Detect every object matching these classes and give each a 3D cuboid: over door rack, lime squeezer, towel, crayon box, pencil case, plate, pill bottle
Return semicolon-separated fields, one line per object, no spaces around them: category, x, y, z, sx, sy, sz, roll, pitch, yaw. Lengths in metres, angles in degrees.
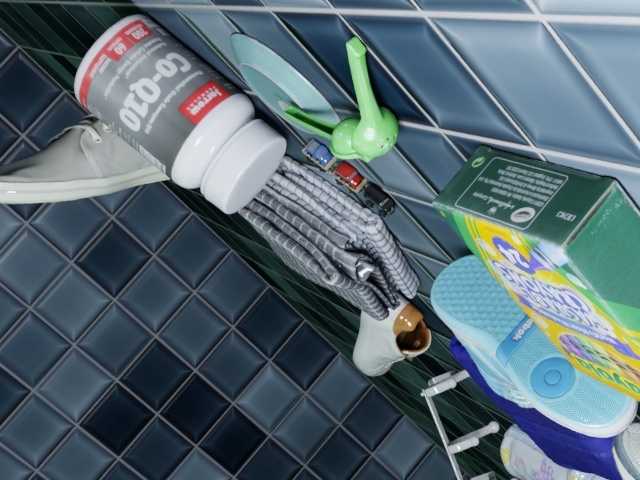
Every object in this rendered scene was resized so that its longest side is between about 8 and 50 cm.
over door rack;0.281;0.357;2.233;0.324;0.108;0.239;21;-132;-81
lime squeezer;0.025;-0.129;1.301;0.110;0.059;0.310;35;168;-8
towel;0.348;0.244;1.776;0.308;0.076;0.228;46;163;-26
crayon box;0.271;0.060;1.132;0.323;0.083;0.203;45;171;-28
towel;0.000;0.000;1.873;0.284;0.121;0.235;36;171;31
pencil case;0.410;0.385;2.027;0.124;0.113;0.273;30;176;-19
plate;-0.047;-0.183;1.489;0.188;0.024;0.188;39;170;8
pill bottle;-0.196;-0.177;1.706;0.283;0.161;0.161;39;171;11

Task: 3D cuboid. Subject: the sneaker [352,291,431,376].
sneaker;0.135;0.194;2.199;0.123;0.106;0.290;33;157;18

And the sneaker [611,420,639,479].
sneaker;0.476;0.288;1.412;0.283;0.110;0.122;33;151;28

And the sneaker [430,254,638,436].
sneaker;0.282;0.157;1.444;0.319;0.127;0.208;46;175;46

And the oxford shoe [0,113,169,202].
oxford shoe;-0.329;-0.140;1.814;0.169;0.449;0.130;11;112;45

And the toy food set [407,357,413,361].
toy food set;0.127;0.144;2.344;0.192;0.038;0.132;45;165;12

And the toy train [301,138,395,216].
toy train;0.036;-0.085;1.604;0.158;0.027;0.036;38;167;17
